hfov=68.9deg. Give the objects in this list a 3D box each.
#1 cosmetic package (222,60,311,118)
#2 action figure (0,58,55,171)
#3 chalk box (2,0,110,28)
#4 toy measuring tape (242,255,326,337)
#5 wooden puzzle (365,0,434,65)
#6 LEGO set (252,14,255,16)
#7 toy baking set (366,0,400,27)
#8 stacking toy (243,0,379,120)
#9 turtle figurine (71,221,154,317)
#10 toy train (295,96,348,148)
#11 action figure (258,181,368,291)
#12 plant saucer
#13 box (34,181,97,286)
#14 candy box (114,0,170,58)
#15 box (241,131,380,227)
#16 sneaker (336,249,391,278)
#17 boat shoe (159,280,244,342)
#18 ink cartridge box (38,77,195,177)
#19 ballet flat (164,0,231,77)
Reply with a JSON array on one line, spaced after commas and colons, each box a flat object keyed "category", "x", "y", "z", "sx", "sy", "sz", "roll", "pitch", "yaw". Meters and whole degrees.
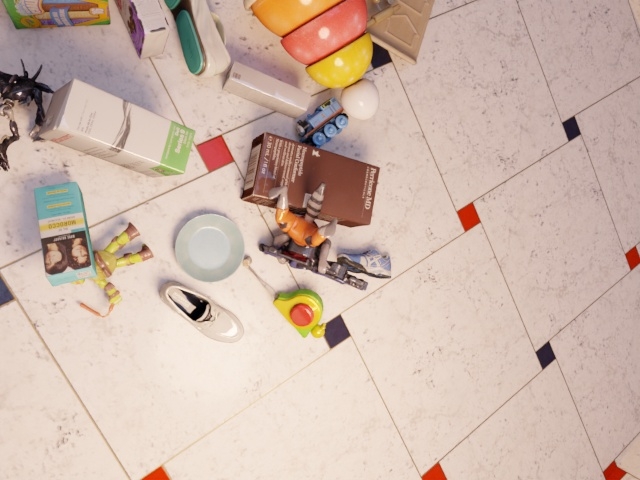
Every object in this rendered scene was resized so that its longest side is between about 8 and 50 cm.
[{"category": "cosmetic package", "x": -0.158, "y": -0.438, "z": 1.371, "sx": 0.239, "sy": 0.099, "sz": 0.060, "roll": 17, "pitch": 80, "yaw": -23}, {"category": "action figure", "x": -0.736, "y": -0.298, "z": 1.100, "sx": 0.164, "sy": 0.141, "sz": 0.275, "roll": 18, "pitch": 55, "yaw": -14}, {"category": "chalk box", "x": -0.672, "y": -0.627, "z": 1.105, "sx": 0.289, "sy": 0.179, "sz": 0.180, "roll": -15, "pitch": 95, "yaw": -23}, {"category": "toy measuring tape", "x": -0.086, "y": 0.155, "z": 1.382, "sx": 0.121, "sy": 0.121, "sz": 0.330, "roll": -42, "pitch": 100, "yaw": -19}, {"category": "wooden puzzle", "x": 0.216, "y": -0.789, "z": 1.555, "sx": 0.322, "sy": 0.080, "sz": 0.347, "roll": 21, "pitch": 76, "yaw": -22}, {"category": "LEGO set", "x": -0.197, "y": -0.715, "z": 1.398, "sx": 0.054, "sy": 0.023, "sz": 0.083, "roll": -37, "pitch": 103, "yaw": -20}, {"category": "toy baking set", "x": 0.167, "y": -0.787, "z": 1.470, "sx": 0.256, "sy": 0.030, "sz": 0.196, "roll": -33, "pitch": 99, "yaw": -24}, {"category": "stacking toy", "x": 0.031, "y": -0.563, "z": 1.347, "sx": 0.351, "sy": 0.351, "sz": 0.479, "roll": -36, "pitch": 112, "yaw": -20}, {"category": "turtle figurine", "x": -0.558, "y": 0.043, "z": 1.191, "sx": 0.217, "sy": 0.087, "sz": 0.269, "roll": -35, "pitch": 98, "yaw": -23}, {"category": "toy train", "x": 0.003, "y": -0.358, "z": 1.453, "sx": 0.184, "sy": 0.080, "sz": 0.105, "roll": -40, "pitch": 95, "yaw": -18}, {"category": "action figure", "x": 0.000, "y": 0.000, "z": 1.317, "sx": 0.342, "sy": 0.330, "sz": 0.178, "roll": 22, "pitch": 67, "yaw": 9}, {"category": "plant saucer", "x": -0.314, "y": 0.023, "z": 1.326, "sx": 0.195, "sy": 0.037, "sz": 0.194, "roll": 0, "pitch": 89, "yaw": -23}, {"category": "box", "x": -0.616, "y": -0.019, "z": 1.126, "sx": 0.101, "sy": 0.060, "sz": 0.244, "roll": -14, "pitch": 67, "yaw": -19}, {"category": "candy box", "x": -0.467, "y": -0.598, "z": 1.201, "sx": 0.070, "sy": 0.165, "sz": 0.196, "roll": -25, "pitch": 98, "yaw": -24}, {"category": "box", "x": -0.026, "y": -0.170, "z": 1.402, "sx": 0.382, "sy": 0.143, "sz": 0.191, "roll": 12, "pitch": 84, "yaw": -25}, {"category": "sneaker", "x": 0.142, "y": 0.067, "z": 1.509, "sx": 0.211, "sy": 0.080, "sz": 0.081, "roll": 17, "pitch": 76, "yaw": -32}, {"category": "boat shoe", "x": -0.320, "y": 0.202, "z": 1.292, "sx": 0.267, "sy": 0.088, "sz": 0.096, "roll": 42, "pitch": 73, "yaw": -17}, {"category": "ink cartridge box", "x": -0.485, "y": -0.256, "z": 1.122, "sx": 0.289, "sy": 0.211, "sz": 0.121, "roll": 19, "pitch": 82, "yaw": -40}, {"category": "ballet flat", "x": -0.348, "y": -0.643, "z": 1.285, "sx": 0.139, "sy": 0.139, "sz": 0.400, "roll": -19, "pitch": 95, "yaw": -23}]
